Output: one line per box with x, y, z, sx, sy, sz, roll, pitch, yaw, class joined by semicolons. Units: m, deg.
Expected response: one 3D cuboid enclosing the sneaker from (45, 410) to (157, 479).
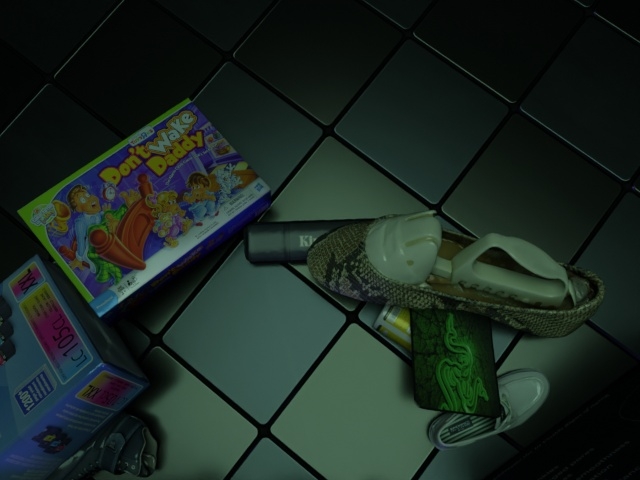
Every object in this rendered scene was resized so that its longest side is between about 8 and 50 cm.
-0.373;0.386;1.037;0.163;0.086;0.226;26;80;9;sneaker

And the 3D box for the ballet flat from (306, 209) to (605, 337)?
0.225;0.036;1.008;0.482;0.182;0.164;14;61;-3;ballet flat

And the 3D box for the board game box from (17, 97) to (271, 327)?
-0.291;-0.054;1.071;0.347;0.078;0.233;-39;78;-17;board game box

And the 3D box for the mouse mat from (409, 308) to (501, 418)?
0.220;0.192;1.028;0.152;0.007;0.190;10;57;-12;mouse mat

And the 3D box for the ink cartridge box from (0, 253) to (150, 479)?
-0.512;0.256;0.997;0.395;0.151;0.270;-43;59;-4;ink cartridge box

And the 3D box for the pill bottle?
0.154;0.153;1.076;0.116;0.065;0.065;33;82;8;pill bottle

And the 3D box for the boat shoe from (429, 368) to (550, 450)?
0.290;0.289;1.040;0.226;0.076;0.083;-31;80;-4;boat shoe

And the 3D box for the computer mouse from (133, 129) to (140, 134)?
-0.348;-0.103;1.156;0.106;0.042;0.193;31;76;3;computer mouse

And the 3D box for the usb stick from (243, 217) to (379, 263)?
0.000;0.000;1.120;0.278;0.045;0.077;-2;78;1;usb stick

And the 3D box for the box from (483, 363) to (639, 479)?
0.515;0.352;0.819;0.480;0.472;0.297;-34;81;-5;box
